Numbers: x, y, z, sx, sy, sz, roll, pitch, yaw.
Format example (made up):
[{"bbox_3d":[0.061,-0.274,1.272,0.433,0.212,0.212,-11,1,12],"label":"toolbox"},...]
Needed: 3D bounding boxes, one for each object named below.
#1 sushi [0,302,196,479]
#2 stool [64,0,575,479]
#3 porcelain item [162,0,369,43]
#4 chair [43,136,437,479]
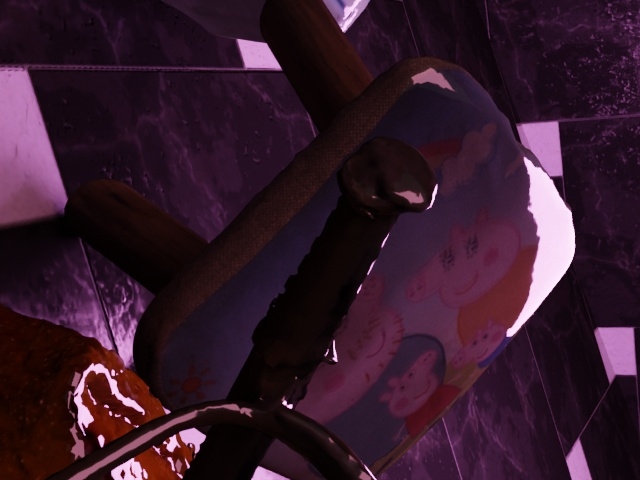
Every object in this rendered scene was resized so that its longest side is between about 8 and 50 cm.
[{"bbox_3d":[-0.165,0.178,0.613,0.167,0.179,0.296,-87,155,-67],"label":"sushi"},{"bbox_3d":[0.000,0.000,0.799,0.226,0.310,0.310,45,1,43],"label":"stool"},{"bbox_3d":[-0.081,-0.313,0.882,0.281,0.286,0.157,45,72,-42],"label":"porcelain item"},{"bbox_3d":[-0.078,0.270,0.322,0.365,0.410,0.362,-28,76,-38],"label":"chair"}]
